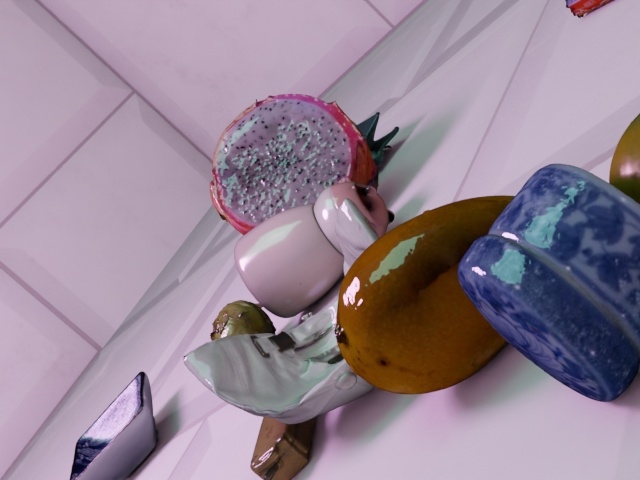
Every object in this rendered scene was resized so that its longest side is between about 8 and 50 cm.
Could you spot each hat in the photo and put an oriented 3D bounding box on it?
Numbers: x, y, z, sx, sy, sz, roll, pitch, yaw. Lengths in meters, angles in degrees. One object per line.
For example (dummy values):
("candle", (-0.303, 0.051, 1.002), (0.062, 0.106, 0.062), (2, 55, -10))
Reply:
("hat", (0.015, 0.107, 1.184), (0.258, 0.168, 0.301), (-43, -14, 9))

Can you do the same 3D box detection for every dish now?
("dish", (-0.339, 0.340, 1.786), (0.182, 0.080, 0.243), (-48, 13, -1))

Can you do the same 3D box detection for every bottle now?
("bottle", (0.000, 0.000, 1.561), (0.236, 0.147, 0.147), (-35, 14, 18))

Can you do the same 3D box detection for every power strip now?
("power strip", (-0.036, 0.202, 1.229), (0.064, 0.044, 0.305), (-43, 10, 17))

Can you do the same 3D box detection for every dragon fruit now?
("dragon fruit", (-0.037, -0.106, 1.770), (0.291, 0.290, 0.189), (-48, -22, -5))

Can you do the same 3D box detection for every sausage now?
("sausage", (0.418, -0.370, 1.513), (0.050, 0.048, 0.145), (-10, -3, -23))

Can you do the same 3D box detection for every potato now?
("potato", (-0.111, 0.143, 1.528), (0.090, 0.117, 0.225), (-11, 4, 2))

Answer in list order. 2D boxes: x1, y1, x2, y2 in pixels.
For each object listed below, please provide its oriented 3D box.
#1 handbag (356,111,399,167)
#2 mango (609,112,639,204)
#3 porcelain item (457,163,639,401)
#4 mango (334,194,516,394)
("handbag", (0.003, -0.093, 1.997), (0.326, 0.089, 0.238), (-50, 11, -19))
("mango", (0.318, -0.079, 0.714), (0.251, 0.114, 0.156), (-27, 7, 26))
("porcelain item", (0.178, 0.032, 0.734), (0.114, 0.147, 0.147), (-48, 11, -5))
("mango", (0.122, 0.041, 0.931), (0.236, 0.136, 0.166), (-29, -34, -6))
